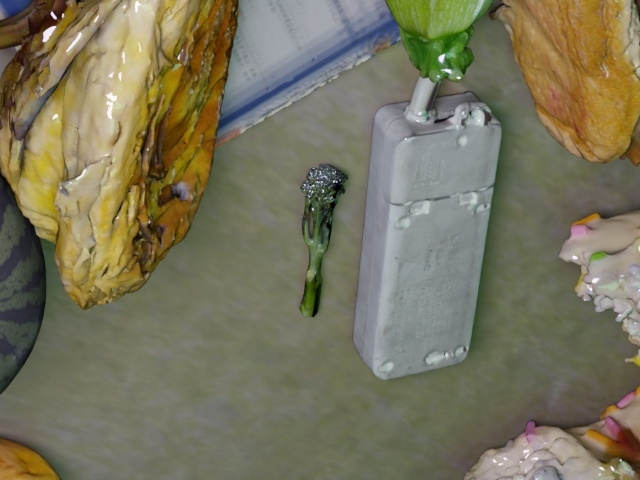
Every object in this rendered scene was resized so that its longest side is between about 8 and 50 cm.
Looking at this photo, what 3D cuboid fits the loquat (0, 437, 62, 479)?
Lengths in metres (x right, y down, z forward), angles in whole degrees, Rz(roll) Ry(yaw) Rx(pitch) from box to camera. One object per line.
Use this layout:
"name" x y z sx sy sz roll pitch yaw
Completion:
"loquat" -0.254 0.216 1.424 0.137 0.113 0.137 -30 146 -23

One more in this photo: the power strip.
"power strip" 0.084 -0.022 1.472 0.093 0.053 0.288 -9 126 -21

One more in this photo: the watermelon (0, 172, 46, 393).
"watermelon" -0.281 0.028 1.211 0.212 0.212 0.212 -14 128 -19

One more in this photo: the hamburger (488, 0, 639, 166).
"hamburger" 0.223 -0.168 1.371 0.155 0.245 0.282 -30 176 -12

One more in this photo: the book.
"book" -0.053 -0.181 1.307 0.322 0.018 0.228 -30 132 -5

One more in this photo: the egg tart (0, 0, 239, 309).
"egg tart" -0.130 -0.100 1.183 0.132 0.297 0.297 23 117 5

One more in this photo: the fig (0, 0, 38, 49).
"fig" -0.276 -0.125 1.119 0.320 0.217 0.217 0 124 -44

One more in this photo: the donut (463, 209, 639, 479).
"donut" 0.291 0.129 1.627 0.307 0.150 0.371 0 123 -29

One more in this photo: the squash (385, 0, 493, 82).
"squash" 0.081 -0.295 1.211 0.107 0.107 0.395 -11 115 -21

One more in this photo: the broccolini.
"broccolini" 0.000 0.000 1.468 0.035 0.030 0.140 -45 150 -43
